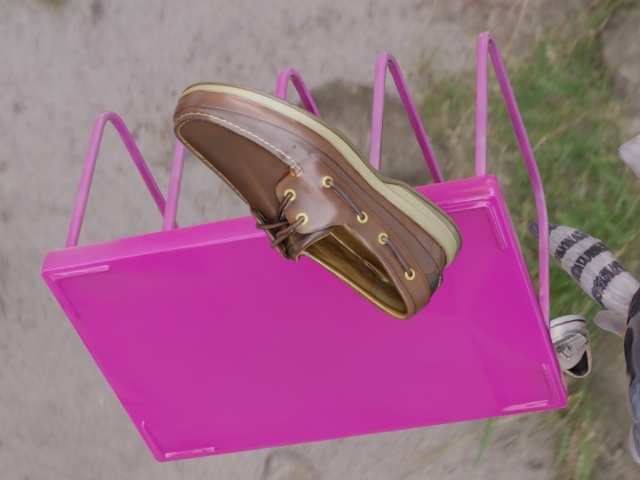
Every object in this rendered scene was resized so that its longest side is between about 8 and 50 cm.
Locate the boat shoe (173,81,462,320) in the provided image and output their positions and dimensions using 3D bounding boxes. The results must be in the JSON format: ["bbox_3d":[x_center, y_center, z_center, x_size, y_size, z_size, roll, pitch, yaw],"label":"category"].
[{"bbox_3d":[-0.005,-0.021,0.948,0.178,0.064,0.060,34,59,-14],"label":"boat shoe"}]

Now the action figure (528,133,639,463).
[{"bbox_3d":[0.261,0.114,1.339,0.178,0.341,0.330,10,30,-12],"label":"action figure"}]

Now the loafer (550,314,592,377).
[{"bbox_3d":[0.201,0.087,1.416,0.045,0.125,0.039,-25,76,12],"label":"loafer"}]

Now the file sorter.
[{"bbox_3d":[0.000,0.000,1.176,0.290,0.202,0.182,-9,45,16],"label":"file sorter"}]
